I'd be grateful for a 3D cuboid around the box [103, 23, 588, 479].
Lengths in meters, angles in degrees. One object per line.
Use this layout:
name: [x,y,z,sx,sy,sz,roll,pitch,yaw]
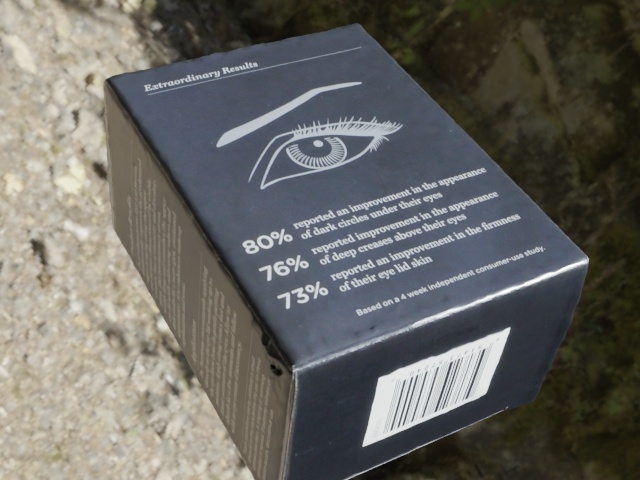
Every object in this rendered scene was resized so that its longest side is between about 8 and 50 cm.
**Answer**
box: [0.000,0.000,0.493,0.153,0.108,0.207,-17,49,-24]
